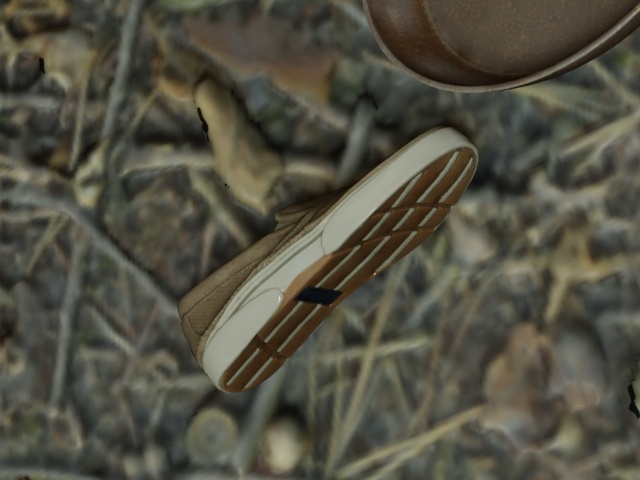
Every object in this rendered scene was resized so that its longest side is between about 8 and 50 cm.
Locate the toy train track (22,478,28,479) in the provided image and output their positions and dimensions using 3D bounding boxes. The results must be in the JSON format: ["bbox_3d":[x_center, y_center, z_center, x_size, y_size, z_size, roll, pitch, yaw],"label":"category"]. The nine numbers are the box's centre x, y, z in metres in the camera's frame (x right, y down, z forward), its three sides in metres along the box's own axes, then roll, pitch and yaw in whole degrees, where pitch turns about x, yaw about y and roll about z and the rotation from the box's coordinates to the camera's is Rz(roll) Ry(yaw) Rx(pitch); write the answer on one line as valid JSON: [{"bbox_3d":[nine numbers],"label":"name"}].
[{"bbox_3d":[-0.147,0.131,0.737,0.083,0.014,0.048,-47,59,6],"label":"toy train track"}]

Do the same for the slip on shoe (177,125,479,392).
[{"bbox_3d":[0.000,0.000,0.681,0.135,0.051,0.041,-46,61,17],"label":"slip on shoe"}]

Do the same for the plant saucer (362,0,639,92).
[{"bbox_3d":[0.086,-0.127,0.667,0.168,0.029,0.168,-23,54,35],"label":"plant saucer"}]
